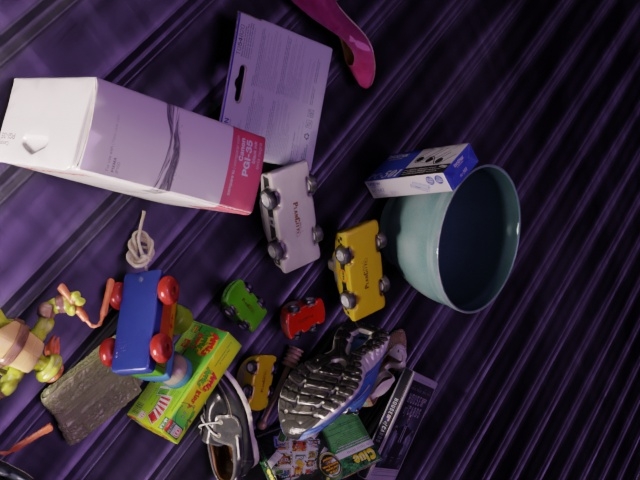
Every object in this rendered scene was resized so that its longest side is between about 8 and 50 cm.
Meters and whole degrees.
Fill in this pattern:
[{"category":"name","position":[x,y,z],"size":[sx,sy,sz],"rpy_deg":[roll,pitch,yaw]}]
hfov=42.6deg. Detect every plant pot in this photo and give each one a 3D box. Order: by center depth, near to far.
[{"category":"plant pot","position":[0.243,-0.016,1.655],"size":[0.293,0.196,0.293],"rpy_deg":[-13,108,-46]}]

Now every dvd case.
[{"category":"dvd case","position":[0.166,0.393,1.734],"size":[0.239,0.029,0.179],"rpy_deg":[-64,151,-5]}]

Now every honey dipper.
[{"category":"honey dipper","position":[-0.077,0.269,1.497],"size":[0.030,0.030,0.161],"rpy_deg":[34,77,-45]}]

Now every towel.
[{"category":"towel","position":[-0.333,0.220,1.208],"size":[0.148,0.027,0.110],"rpy_deg":[-42,127,-36]}]

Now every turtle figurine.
[{"category":"turtle figurine","position":[-0.403,0.120,1.067],"size":[0.217,0.087,0.270],"rpy_deg":[46,64,-35]}]

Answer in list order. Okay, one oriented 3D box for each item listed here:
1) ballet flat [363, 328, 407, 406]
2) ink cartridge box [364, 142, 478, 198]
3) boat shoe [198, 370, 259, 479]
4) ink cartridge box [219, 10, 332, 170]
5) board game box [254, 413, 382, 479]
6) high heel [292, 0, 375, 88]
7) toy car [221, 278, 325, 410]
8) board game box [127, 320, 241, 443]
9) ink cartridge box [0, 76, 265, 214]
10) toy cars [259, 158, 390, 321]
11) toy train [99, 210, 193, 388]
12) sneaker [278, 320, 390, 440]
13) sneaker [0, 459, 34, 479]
[{"category":"ballet flat","position":[0.136,0.268,1.696],"size":[0.206,0.067,0.073],"rpy_deg":[-50,129,-29]},{"category":"ink cartridge box","position":[0.188,-0.131,1.562],"size":[0.097,0.207,0.046],"rpy_deg":[-47,116,-31]},{"category":"boat shoe","position":[-0.163,0.306,1.368],"size":[0.079,0.084,0.233],"rpy_deg":[-33,124,-39]},{"category":"ink cartridge box","position":[-0.085,-0.242,1.363],"size":[0.224,0.045,0.223],"rpy_deg":[10,92,-47]},{"category":"board game box","position":[-0.005,0.393,1.539],"size":[0.259,0.136,0.030],"rpy_deg":[-8,148,-46]},{"category":"high heel","position":[0.022,-0.359,1.452],"size":[0.117,0.082,0.244],"rpy_deg":[-27,135,-9]},{"category":"toy car","position":[-0.108,0.145,1.416],"size":[0.239,0.053,0.225],"rpy_deg":[-56,132,-25]},{"category":"board game box","position":[-0.212,0.219,1.289],"size":[0.181,0.092,0.043],"rpy_deg":[-57,135,-22]},{"category":"ink cartridge box","position":[-0.247,-0.122,1.093],"size":[0.283,0.207,0.117],"rpy_deg":[15,86,-48]},{"category":"toy cars","position":[0.000,0.000,1.481],"size":[0.393,0.087,0.176],"rpy_deg":[38,81,-41]},{"category":"toy train","position":[-0.241,0.094,1.243],"size":[0.143,0.105,0.248],"rpy_deg":[50,37,-58]},{"category":"sneaker","position":[0.033,0.282,1.521],"size":[0.330,0.129,0.147],"rpy_deg":[-34,134,-53]},{"category":"sneaker","position":[-0.409,0.353,1.059],"size":[0.094,0.153,0.235],"rpy_deg":[-38,124,-33]}]
